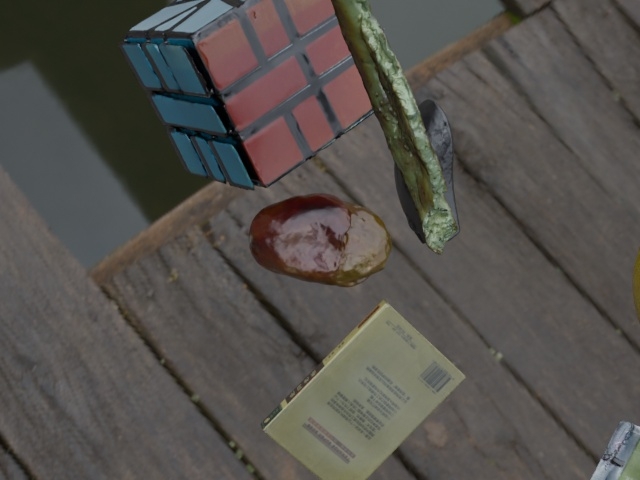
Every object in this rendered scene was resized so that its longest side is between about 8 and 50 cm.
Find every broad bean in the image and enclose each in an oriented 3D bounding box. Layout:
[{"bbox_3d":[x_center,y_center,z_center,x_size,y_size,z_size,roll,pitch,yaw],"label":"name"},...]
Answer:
[{"bbox_3d":[-0.001,-0.001,1.675,0.229,0.122,0.156,7,42,14],"label":"broad bean"}]

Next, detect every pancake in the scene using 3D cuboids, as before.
[{"bbox_3d":[0.088,-0.156,1.256,0.054,0.197,0.376,-24,97,0],"label":"pancake"}]

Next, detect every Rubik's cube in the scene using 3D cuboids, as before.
[{"bbox_3d":[-0.117,-0.281,1.727,0.293,0.288,0.283,-35,118,-24],"label":"Rubik's cube"}]

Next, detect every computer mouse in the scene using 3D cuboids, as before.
[{"bbox_3d":[0.168,-0.101,1.756,0.088,0.147,0.264,-15,109,-14],"label":"computer mouse"}]

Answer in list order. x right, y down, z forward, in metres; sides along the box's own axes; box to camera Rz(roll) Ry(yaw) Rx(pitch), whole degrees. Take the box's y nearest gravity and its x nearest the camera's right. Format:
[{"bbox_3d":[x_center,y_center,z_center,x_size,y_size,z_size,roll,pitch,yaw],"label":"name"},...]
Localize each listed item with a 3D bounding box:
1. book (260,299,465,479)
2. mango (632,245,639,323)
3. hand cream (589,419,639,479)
[{"bbox_3d":[0.057,0.209,1.357,0.231,0.026,0.161,-45,109,2],"label":"book"},{"bbox_3d":[0.515,0.050,1.130,0.365,0.182,0.253,-3,53,-19],"label":"mango"},{"bbox_3d":[0.357,0.239,0.917,0.235,0.055,0.086,21,63,32],"label":"hand cream"}]
